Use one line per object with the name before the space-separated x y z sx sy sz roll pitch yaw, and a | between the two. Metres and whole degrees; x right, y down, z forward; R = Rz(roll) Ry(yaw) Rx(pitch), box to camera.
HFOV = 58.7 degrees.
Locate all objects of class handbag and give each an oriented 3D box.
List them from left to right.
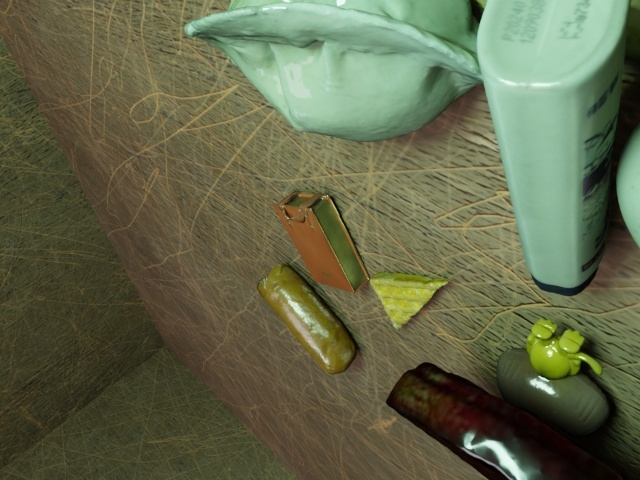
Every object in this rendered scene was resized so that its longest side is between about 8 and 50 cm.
handbag | 0.000 0.000 1.033 0.127 0.062 0.190 13 136 53

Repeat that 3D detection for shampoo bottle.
shampoo bottle | 0.199 -0.068 0.462 0.078 0.134 0.359 10 161 28

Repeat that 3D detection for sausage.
sausage | -0.025 0.170 1.237 0.271 0.108 0.109 49 153 8

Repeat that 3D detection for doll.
doll | 0.306 0.180 0.728 0.145 0.096 0.188 35 145 14

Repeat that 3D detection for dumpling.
dumpling | 0.011 -0.226 0.602 0.269 0.212 0.320 26 154 -34

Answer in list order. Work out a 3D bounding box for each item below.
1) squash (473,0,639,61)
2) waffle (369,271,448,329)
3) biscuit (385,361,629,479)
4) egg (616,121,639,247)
squash | 0.217 -0.200 0.390 0.252 0.093 0.169 30 -175 38
waffle | 0.165 0.107 0.925 0.191 0.032 0.125 3 124 58
biscuit | 0.274 0.289 0.721 0.407 0.091 0.407 34 168 8
egg | 0.303 -0.028 0.400 0.192 0.149 0.149 34 156 -11
